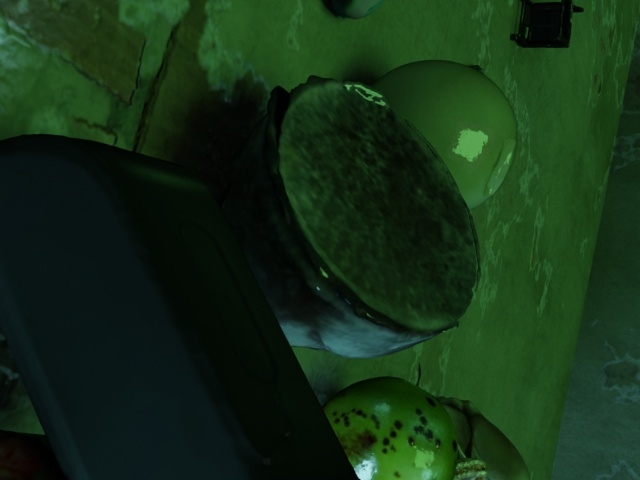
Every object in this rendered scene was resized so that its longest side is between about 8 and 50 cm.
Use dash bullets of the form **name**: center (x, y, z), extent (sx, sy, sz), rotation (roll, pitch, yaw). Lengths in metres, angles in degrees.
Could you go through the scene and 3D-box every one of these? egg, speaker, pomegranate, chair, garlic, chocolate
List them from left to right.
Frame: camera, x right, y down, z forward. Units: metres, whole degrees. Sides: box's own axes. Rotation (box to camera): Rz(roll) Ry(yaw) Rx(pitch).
- **speaker**: center (-0.081, 0.068, 0.579), extent (0.388, 0.184, 0.180), rotation (59, 20, 20)
- **chocolate**: center (0.000, 0.000, 0.898), extent (0.303, 0.213, 0.303), rotation (26, 47, -32)
- **pomegranate**: center (0.085, 0.331, 1.118), extent (0.231, 0.231, 0.285), rotation (62, 12, -49)
- **egg**: center (0.156, -0.138, 1.142), extent (0.269, 0.219, 0.219), rotation (-11, 108, -47)
- **garlic**: center (0.255, 0.392, 1.482), extent (0.245, 0.232, 0.340), rotation (-70, 156, -15)
- **chair**: center (0.505, -0.475, 1.825), extent (0.229, 0.106, 0.113), rotation (-3, 100, -61)

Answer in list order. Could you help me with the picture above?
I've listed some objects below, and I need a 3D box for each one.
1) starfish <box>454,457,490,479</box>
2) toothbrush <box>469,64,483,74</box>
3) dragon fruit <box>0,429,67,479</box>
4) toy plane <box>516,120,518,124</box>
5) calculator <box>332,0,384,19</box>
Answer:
- **starfish**: center (0.145, 0.437, 1.283), extent (0.327, 0.094, 0.375), rotation (-40, 169, -26)
- **toothbrush**: center (0.234, -0.286, 1.453), extent (0.297, 0.031, 0.030), rotation (-25, 146, -59)
- **dragon fruit**: center (-0.220, 0.253, 0.518), extent (0.293, 0.234, 0.233), rotation (-109, -171, -59)
- **toy plane**: center (0.331, -0.225, 1.588), extent (0.235, 0.096, 0.060), rotation (-26, 125, -78)
- **calculator**: center (0.082, -0.409, 1.015), extent (0.173, 0.051, 0.293), rotation (-46, 160, -46)
